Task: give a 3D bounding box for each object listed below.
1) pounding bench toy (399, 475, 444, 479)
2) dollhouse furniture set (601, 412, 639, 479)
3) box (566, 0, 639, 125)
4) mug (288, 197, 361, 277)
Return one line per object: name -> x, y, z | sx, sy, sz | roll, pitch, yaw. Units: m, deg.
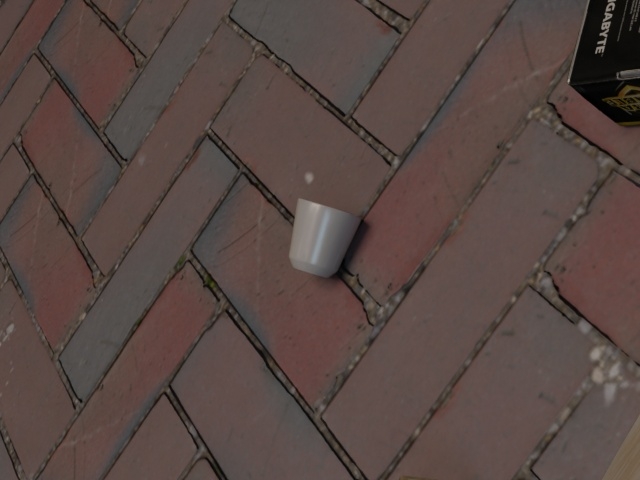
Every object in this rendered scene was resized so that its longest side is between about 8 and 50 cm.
pounding bench toy -> 0.091, 0.217, 0.964 | 0.065, 0.083, 0.052 | 113, 162, -54
dollhouse furniture set -> 0.333, 0.134, 0.599 | 0.303, 0.198, 0.286 | 32, 94, 53
box -> 0.334, -0.250, 0.940 | 0.257, 0.079, 0.322 | -1, 67, 48
mug -> 0.002, 0.001, 1.207 | 0.062, 0.078, 0.064 | 16, 90, 20
